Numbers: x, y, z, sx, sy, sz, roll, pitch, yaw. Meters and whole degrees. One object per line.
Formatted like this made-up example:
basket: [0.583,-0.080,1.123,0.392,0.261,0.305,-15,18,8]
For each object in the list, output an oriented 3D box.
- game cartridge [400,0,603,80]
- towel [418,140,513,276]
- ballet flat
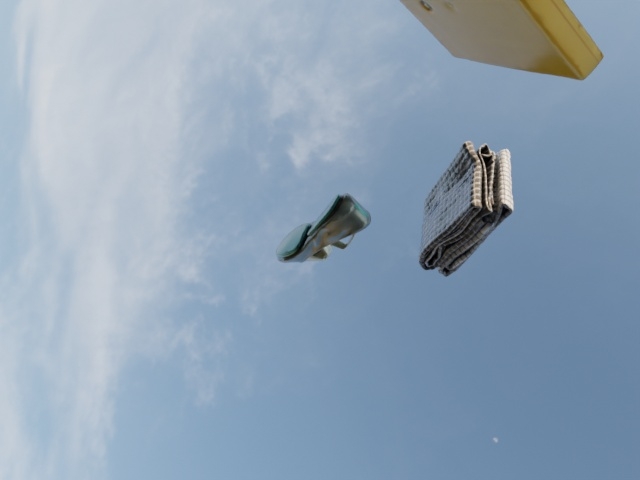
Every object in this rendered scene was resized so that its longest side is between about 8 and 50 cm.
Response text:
game cartridge: [0.199,-0.350,0.629,0.053,0.285,0.324,-53,-151,12]
towel: [0.344,-0.079,1.105,0.284,0.121,0.235,116,-7,-51]
ballet flat: [0.000,0.000,0.674,0.213,0.068,0.072,-36,-156,54]
